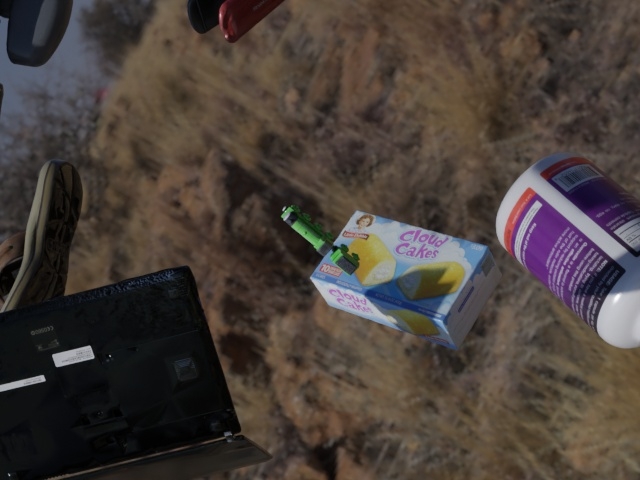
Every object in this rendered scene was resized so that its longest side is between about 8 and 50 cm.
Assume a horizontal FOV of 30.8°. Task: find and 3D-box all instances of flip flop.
[{"bbox_3d":[-0.392,0.021,1.555,0.112,0.080,0.277,52,-133,-70],"label":"flip flop"}]

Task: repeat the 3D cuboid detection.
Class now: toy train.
[{"bbox_3d":[0.000,0.000,0.994,0.017,0.083,0.024,-48,10,21],"label":"toy train"}]

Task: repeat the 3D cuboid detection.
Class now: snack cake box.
[{"bbox_3d":[0.137,0.059,1.869,0.264,0.089,0.152,17,63,37],"label":"snack cake box"}]

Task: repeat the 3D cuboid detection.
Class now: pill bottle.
[{"bbox_3d":[0.411,0.027,1.651,0.323,0.181,0.181,48,115,37],"label":"pill bottle"}]

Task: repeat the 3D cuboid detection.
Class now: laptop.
[{"bbox_3d":[-0.192,0.152,1.106,0.234,0.264,0.136,-15,17,4],"label":"laptop"}]

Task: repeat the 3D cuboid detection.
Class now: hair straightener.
[{"bbox_3d":[-0.048,-0.268,1.086,0.230,0.089,0.047,-50,-39,-27],"label":"hair straightener"}]

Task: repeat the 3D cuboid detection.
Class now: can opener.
[{"bbox_3d":[-0.274,-0.111,0.951,0.074,0.093,0.280,-26,-50,-86],"label":"can opener"}]
